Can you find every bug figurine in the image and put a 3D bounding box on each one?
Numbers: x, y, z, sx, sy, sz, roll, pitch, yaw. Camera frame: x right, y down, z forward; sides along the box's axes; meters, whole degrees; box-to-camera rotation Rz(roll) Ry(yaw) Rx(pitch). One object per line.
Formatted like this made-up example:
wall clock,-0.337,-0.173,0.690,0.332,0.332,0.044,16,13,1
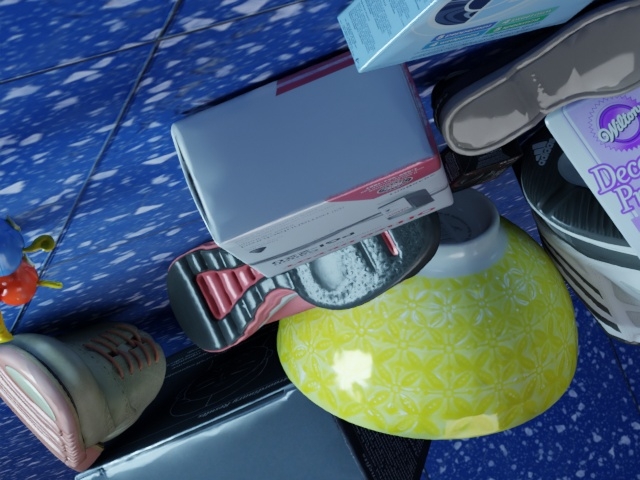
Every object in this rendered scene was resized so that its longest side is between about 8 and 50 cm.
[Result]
bug figurine,-0.277,0.035,1.155,0.216,0.072,0.279,-14,174,-9

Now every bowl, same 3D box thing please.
bowl,0.104,0.038,1.675,0.289,0.289,0.156,-17,128,-26

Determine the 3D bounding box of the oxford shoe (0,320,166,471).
oxford shoe,-0.228,0.124,1.707,0.146,0.140,0.397,-41,177,-9

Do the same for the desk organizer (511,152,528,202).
desk organizer,0.259,-0.084,1.766,0.130,0.047,0.050,-24,173,17

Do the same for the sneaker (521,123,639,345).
sneaker,0.406,0.033,1.671,0.169,0.447,0.257,-61,162,-15

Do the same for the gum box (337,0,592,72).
gum box,0.117,-0.161,1.000,0.157,0.041,0.184,-16,170,-27

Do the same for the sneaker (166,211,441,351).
sneaker,-0.001,0.000,1.550,0.314,0.116,0.136,-21,-176,45

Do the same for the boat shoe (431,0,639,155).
boat shoe,0.173,-0.134,1.299,0.206,0.075,0.065,-27,-146,1

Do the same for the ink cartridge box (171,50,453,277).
ink cartridge box,0.002,-0.051,1.230,0.158,0.092,0.218,-22,173,4

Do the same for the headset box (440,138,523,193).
headset box,0.138,-0.070,1.613,0.062,0.032,0.083,-18,169,-18

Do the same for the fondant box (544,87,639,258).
fondant box,0.365,-0.037,1.394,0.238,0.330,0.096,-27,-160,30

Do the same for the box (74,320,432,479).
box,-0.056,0.230,2.013,0.293,0.212,0.395,-24,-171,15
